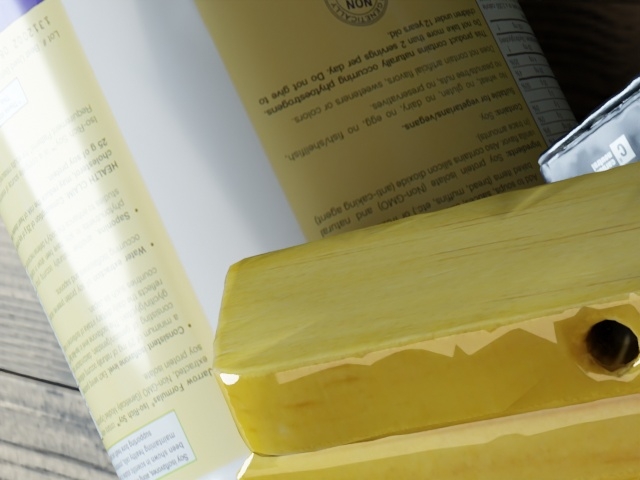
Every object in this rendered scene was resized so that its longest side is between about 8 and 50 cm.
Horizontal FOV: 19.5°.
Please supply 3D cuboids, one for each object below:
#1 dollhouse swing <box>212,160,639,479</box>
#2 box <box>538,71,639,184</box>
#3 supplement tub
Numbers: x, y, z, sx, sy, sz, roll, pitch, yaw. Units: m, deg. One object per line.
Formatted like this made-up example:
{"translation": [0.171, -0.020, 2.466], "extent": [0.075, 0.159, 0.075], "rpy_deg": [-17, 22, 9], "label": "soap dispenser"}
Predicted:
{"translation": [0.097, 0.190, 0.487], "extent": [0.315, 0.305, 0.347], "rpy_deg": [-14, 107, 27], "label": "dollhouse swing"}
{"translation": [0.203, 0.018, 0.662], "extent": [0.108, 0.153, 0.207], "rpy_deg": [-39, 76, 43], "label": "box"}
{"translation": [0.000, 0.000, 0.788], "extent": [0.241, 0.241, 0.331], "rpy_deg": [-30, 82, 45], "label": "supplement tub"}
